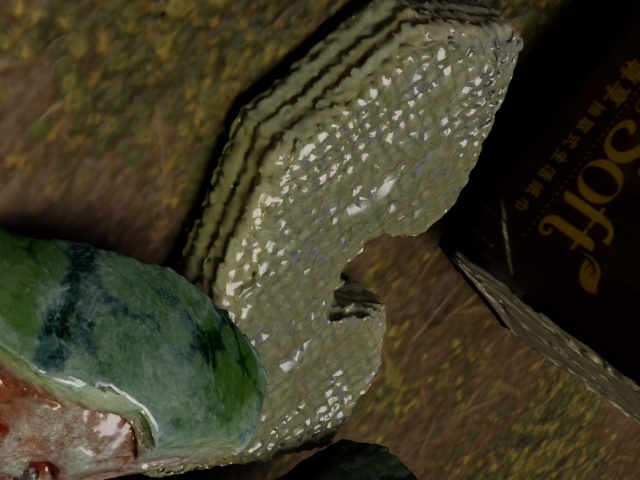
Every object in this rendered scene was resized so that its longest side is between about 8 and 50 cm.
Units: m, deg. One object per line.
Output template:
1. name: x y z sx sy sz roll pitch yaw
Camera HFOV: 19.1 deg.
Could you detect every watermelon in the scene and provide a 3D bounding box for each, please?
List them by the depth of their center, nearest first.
1. watermelon: -0.108 0.076 0.806 0.187 0.071 0.139 26 119 -37

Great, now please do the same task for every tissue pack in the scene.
1. tissue pack: 0.255 -0.070 0.990 0.370 0.198 0.210 -52 152 -2

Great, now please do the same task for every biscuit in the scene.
1. biscuit: 0.000 0.000 0.901 0.147 0.046 0.250 -1 122 -48

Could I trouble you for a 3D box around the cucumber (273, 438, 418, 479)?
1. cucumber: -0.029 0.167 0.894 0.211 0.062 0.078 -27 126 -50
